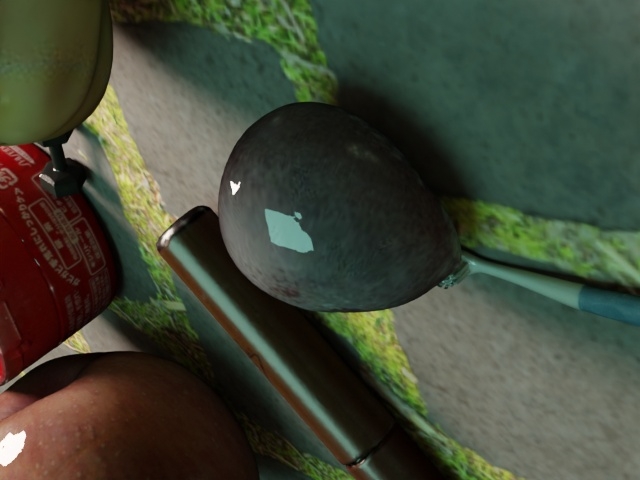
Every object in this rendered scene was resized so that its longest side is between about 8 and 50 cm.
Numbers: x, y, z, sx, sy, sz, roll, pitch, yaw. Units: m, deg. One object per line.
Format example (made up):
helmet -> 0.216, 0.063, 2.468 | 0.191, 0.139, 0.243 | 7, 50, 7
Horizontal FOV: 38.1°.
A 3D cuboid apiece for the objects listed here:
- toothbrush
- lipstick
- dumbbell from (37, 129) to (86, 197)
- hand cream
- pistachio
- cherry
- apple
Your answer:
toothbrush -> 0.157, 0.036, 0.487 | 0.276, 0.025, 0.019 | 14, 133, 41
lipstick -> 0.006, 0.120, 0.719 | 0.356, 0.057, 0.057 | 48, 147, -3
dumbbell -> -0.229, -0.077, 0.805 | 0.040, 0.036, 0.083 | 31, 143, 25
hand cream -> -0.320, 0.015, 0.905 | 0.230, 0.149, 0.230 | 32, 143, 28
pistachio -> -0.266, -0.174, 0.587 | 0.321, 0.229, 0.238 | 40, 105, 22
cherry -> 0.007, 0.000, 0.563 | 0.148, 0.115, 0.188 | 4, 147, 2
apple -> -0.207, 0.233, 0.886 | 0.306, 0.306, 0.235 | -8, 111, 52
